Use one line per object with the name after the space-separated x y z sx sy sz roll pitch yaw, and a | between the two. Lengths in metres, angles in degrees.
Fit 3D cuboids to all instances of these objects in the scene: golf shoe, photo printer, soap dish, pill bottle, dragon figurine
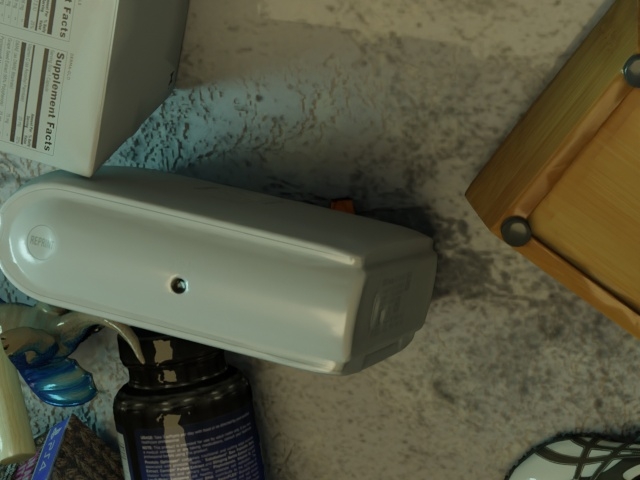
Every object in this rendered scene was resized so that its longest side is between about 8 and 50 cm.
0.236 0.207 1.455 0.198 0.094 0.077 -20 109 24 | golf shoe
-0.084 0.014 1.357 0.307 0.256 0.107 13 97 16 | photo printer
0.284 -0.022 1.321 0.291 0.118 0.229 36 118 -2 | soap dish
-0.113 0.179 1.509 0.122 0.123 0.219 -5 100 17 | pill bottle
-0.231 0.088 1.486 0.289 0.085 0.144 -4 153 31 | dragon figurine

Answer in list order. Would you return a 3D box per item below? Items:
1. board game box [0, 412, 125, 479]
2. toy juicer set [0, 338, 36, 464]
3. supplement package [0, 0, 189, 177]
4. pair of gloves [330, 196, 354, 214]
-0.300 0.334 1.567 0.291 0.232 0.141 -32 115 25 | board game box
-0.318 0.178 1.385 0.209 0.089 0.329 58 133 33 | toy juicer set
-0.250 -0.203 1.336 0.262 0.199 0.198 16 117 7 | supplement package
0.000 0.000 1.469 0.083 0.010 0.074 -4 111 19 | pair of gloves
